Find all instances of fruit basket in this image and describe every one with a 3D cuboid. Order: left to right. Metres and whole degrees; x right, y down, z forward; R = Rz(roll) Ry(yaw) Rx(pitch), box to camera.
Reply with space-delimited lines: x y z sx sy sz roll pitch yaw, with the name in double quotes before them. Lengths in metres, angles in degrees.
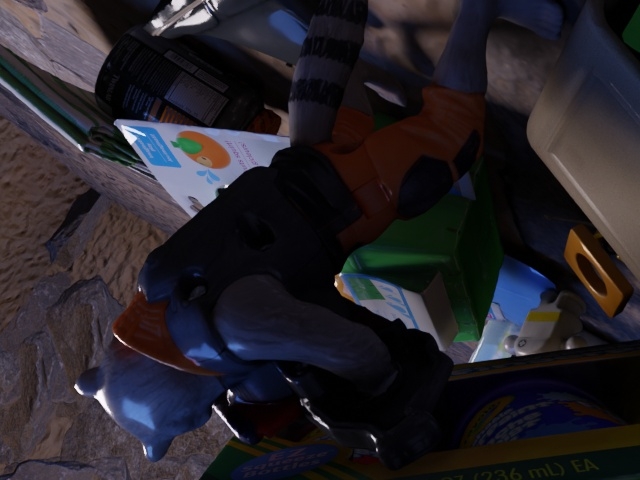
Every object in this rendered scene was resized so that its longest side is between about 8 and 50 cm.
"fruit basket" 0.000 0.000 0.781 0.353 0.165 0.327 4 151 21

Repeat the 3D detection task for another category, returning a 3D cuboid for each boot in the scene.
"boot" -0.064 -0.177 0.634 0.137 0.077 0.198 31 172 -23

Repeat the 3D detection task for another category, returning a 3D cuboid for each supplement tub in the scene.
"supplement tub" -0.147 -0.151 0.860 0.190 0.117 0.117 33 170 2

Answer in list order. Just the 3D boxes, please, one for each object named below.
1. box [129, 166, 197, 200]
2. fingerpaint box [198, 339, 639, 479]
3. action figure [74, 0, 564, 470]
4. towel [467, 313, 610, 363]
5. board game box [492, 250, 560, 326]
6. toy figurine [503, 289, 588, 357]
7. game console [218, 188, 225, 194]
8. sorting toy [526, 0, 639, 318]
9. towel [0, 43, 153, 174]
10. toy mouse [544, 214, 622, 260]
"box" -0.258 -0.123 1.343 0.216 0.060 0.270 25 179 32
"fingerpaint box" 0.160 0.178 0.516 0.445 0.163 0.371 -9 178 5
"action figure" -0.037 -0.016 0.501 0.178 0.330 0.341 46 160 -29
"towel" 0.331 0.278 1.045 0.320 0.090 0.374 27 131 16
"board game box" 0.236 0.051 0.887 0.133 0.033 0.168 22 156 43
"toy figurine" 0.289 0.175 0.814 0.213 0.148 0.209 24 155 17
"game console" -0.038 0.042 1.065 0.293 0.173 0.250 25 -171 30
"sorting toy" 0.199 -0.031 0.440 0.196 0.047 0.347 60 179 12
"towel" -0.284 -0.160 0.963 0.248 0.038 0.325 37 -174 16
"toy mouse" 0.263 -0.004 0.557 0.161 0.031 0.143 32 170 5
